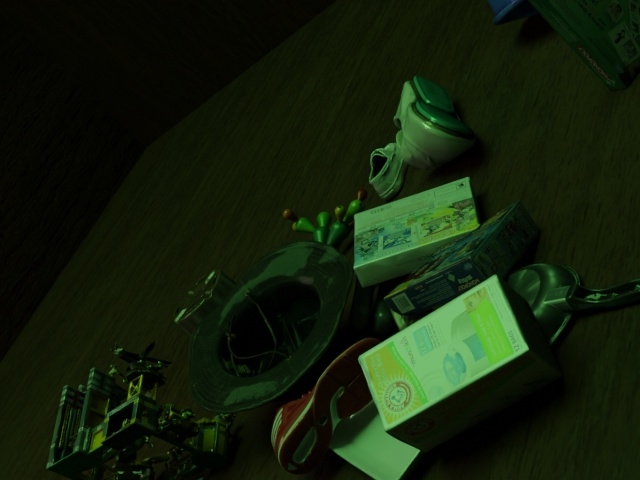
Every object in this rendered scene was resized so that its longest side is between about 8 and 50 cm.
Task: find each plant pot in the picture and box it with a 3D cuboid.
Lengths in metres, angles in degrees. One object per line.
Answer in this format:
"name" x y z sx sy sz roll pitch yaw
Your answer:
"plant pot" -0.171 0.152 2.114 0.167 0.165 0.167 -42 19 17

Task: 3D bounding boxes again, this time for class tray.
"tray" 0.092 0.249 1.553 0.145 0.030 0.270 -51 19 -10

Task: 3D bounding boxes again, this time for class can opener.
"can opener" 0.091 0.070 1.894 0.283 0.076 0.095 -76 2 -55

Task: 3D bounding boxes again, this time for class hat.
"hat" -0.054 0.166 1.851 0.331 0.134 0.331 -27 37 22

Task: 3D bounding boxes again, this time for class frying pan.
"frying pan" 0.275 0.102 1.434 0.197 0.053 0.326 -52 16 -13

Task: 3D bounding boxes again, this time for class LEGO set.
"LEGO set" -0.304 0.301 1.963 0.331 0.255 0.192 -40 35 40

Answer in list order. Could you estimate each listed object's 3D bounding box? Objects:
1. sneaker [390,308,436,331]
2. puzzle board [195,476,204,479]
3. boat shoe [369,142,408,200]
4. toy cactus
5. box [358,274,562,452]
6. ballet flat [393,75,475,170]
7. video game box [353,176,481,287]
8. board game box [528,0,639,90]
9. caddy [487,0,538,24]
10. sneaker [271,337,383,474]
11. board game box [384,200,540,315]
"sneaker" 0.151 0.128 1.647 0.071 0.066 0.188 -26 25 4
"puzzle board" -0.250 0.451 1.914 0.128 0.011 0.096 -34 22 36
"boat shoe" 0.125 -0.147 2.235 0.066 0.063 0.184 -34 23 33
"toy cactus" 0.000 0.000 2.179 0.219 0.112 0.180 -27 36 27
"box" 0.165 0.151 1.379 0.203 0.103 0.114 -32 53 18
"ballet flat" 0.198 -0.200 2.127 0.139 0.139 0.400 -42 15 13
"video game box" 0.154 -0.015 1.824 0.205 0.048 0.187 -18 23 12
"board game box" 0.414 -0.415 1.756 0.213 0.317 0.046 -52 18 -16
"caddy" 0.448 -0.540 2.173 0.341 0.179 0.241 -35 -2 31
"sneaker" -0.001 0.219 1.636 0.221 0.087 0.128 -48 20 -8
"board game box" 0.215 0.028 1.622 0.194 0.060 0.194 -38 5 -38
